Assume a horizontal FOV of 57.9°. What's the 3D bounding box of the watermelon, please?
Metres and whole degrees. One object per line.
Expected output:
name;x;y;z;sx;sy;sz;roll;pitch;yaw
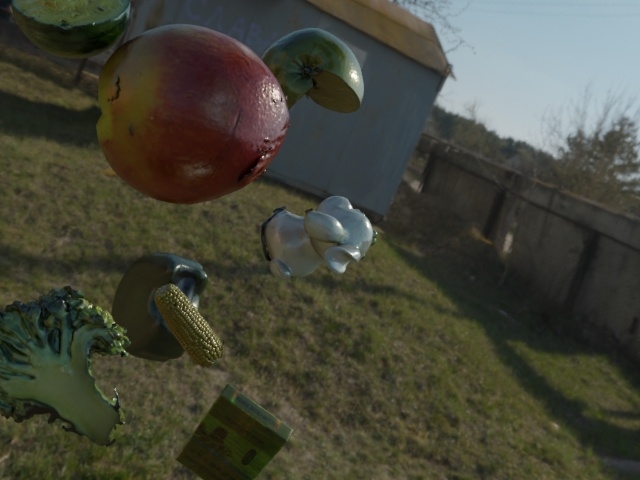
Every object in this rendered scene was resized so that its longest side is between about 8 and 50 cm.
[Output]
watermelon;-0.468;-0.425;1.121;0.204;0.127;0.232;24;47;14

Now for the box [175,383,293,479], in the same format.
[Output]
box;-0.139;0.319;0.902;0.121;0.193;0.030;35;31;0

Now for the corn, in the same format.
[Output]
corn;-0.345;0.226;1.520;0.091;0.260;0.091;-12;29;32

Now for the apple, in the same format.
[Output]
apple;-0.038;-0.445;1.556;0.295;0.234;0.258;-14;-4;-4

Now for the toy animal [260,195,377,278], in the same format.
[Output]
toy animal;0.003;-0.005;1.390;0.310;0.183;0.247;-6;13;46

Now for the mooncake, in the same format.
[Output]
mooncake;-0.512;0.213;1.859;0.187;0.351;0.351;24;9;-46

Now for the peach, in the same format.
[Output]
peach;-0.247;-0.236;1.141;0.370;0.370;0.370;23;13;-6

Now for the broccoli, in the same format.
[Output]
broccoli;-0.420;0.207;0.977;0.273;0.242;0.180;43;-1;-7
